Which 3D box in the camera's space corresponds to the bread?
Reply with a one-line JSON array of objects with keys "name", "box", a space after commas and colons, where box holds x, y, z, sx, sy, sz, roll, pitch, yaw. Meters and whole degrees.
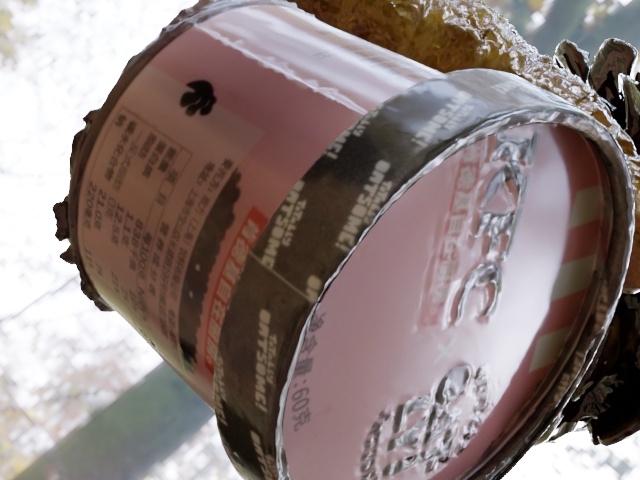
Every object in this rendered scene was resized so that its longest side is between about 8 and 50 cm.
[{"name": "bread", "box": [0.054, -0.057, 0.769, 0.233, 0.076, 0.105, 34, -50, 1]}]

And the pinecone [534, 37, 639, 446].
[{"name": "pinecone", "box": [0.141, 0.000, 1.096, 0.298, 0.296, 0.242, -121, -153, -66]}]

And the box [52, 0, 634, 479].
[{"name": "box", "box": [0.000, 0.000, 0.563, 0.135, 0.151, 0.151, 33, -40, 36]}]
